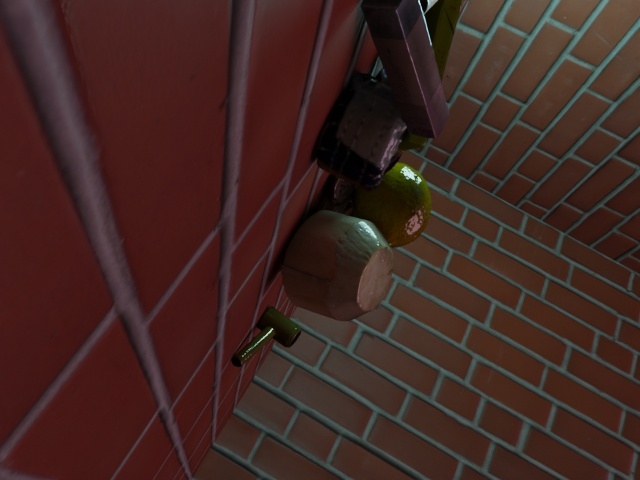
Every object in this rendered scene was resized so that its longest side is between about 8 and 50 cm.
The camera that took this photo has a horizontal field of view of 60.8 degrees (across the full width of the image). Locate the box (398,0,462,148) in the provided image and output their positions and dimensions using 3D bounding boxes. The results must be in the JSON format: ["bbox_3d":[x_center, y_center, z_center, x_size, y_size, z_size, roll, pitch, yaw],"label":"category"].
[{"bbox_3d":[0.240,-0.382,1.279,0.187,0.047,0.334,-136,-121,-81],"label":"box"}]

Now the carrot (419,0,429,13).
[{"bbox_3d":[0.198,-0.500,1.279,0.190,0.037,0.037,-56,175,-13],"label":"carrot"}]

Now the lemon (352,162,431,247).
[{"bbox_3d":[0.216,-0.108,1.669,0.267,0.268,0.267,-60,175,-8],"label":"lemon"}]

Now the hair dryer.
[{"bbox_3d":[-0.185,0.336,1.800,0.279,0.135,0.090,-38,158,-52],"label":"hair dryer"}]

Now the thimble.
[{"bbox_3d":[0.100,-0.230,1.151,0.237,0.150,0.237,-62,175,-9],"label":"thimble"}]

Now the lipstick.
[{"bbox_3d":[0.157,-0.302,0.947,0.068,0.066,0.317,-62,147,-16],"label":"lipstick"}]

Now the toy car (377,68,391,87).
[{"bbox_3d":[0.186,-0.415,1.429,0.170,0.071,0.080,-57,174,-50],"label":"toy car"}]

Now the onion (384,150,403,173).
[{"bbox_3d":[0.159,-0.263,1.537,0.177,0.154,0.177,-55,170,-14],"label":"onion"}]

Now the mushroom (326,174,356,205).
[{"bbox_3d":[0.058,-0.159,1.588,0.123,0.052,0.123,-31,139,-32],"label":"mushroom"}]

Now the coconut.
[{"bbox_3d":[0.041,0.068,1.549,0.322,0.323,0.323,-60,175,-8],"label":"coconut"}]

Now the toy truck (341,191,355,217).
[{"bbox_3d":[0.121,-0.163,1.883,0.127,0.127,0.257,-20,160,-42],"label":"toy truck"}]

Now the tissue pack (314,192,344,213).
[{"bbox_3d":[0.065,-0.156,1.721,0.325,0.071,0.170,-61,177,8],"label":"tissue pack"}]
